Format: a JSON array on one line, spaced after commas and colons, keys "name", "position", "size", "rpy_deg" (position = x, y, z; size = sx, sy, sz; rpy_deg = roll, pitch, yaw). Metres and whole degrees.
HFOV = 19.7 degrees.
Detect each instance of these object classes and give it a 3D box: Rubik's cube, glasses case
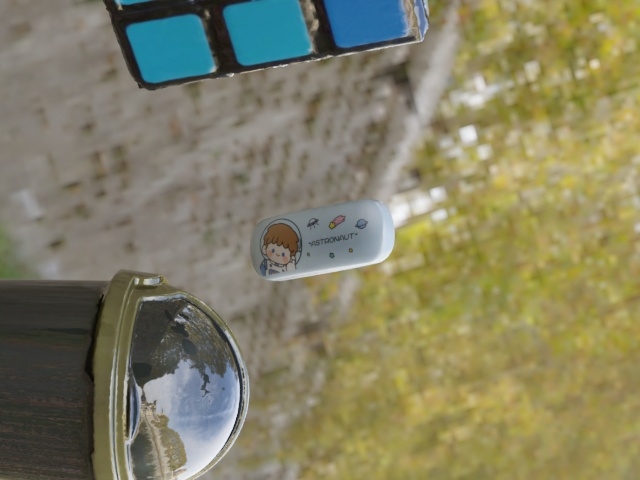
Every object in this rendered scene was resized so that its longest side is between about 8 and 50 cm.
[{"name": "Rubik's cube", "position": [-0.038, -0.196, 0.948], "size": [0.163, 0.162, 0.160], "rpy_deg": [-92, 168, -47]}, {"name": "glasses case", "position": [0.000, 0.000, 1.936], "size": [0.045, 0.178, 0.067], "rpy_deg": [4, 78, -53]}]

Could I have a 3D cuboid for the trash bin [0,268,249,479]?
[{"name": "trash bin", "position": [-0.231, 0.128, 1.670], "size": [0.214, 0.334, 0.214], "rpy_deg": [6, 90, -87]}]
